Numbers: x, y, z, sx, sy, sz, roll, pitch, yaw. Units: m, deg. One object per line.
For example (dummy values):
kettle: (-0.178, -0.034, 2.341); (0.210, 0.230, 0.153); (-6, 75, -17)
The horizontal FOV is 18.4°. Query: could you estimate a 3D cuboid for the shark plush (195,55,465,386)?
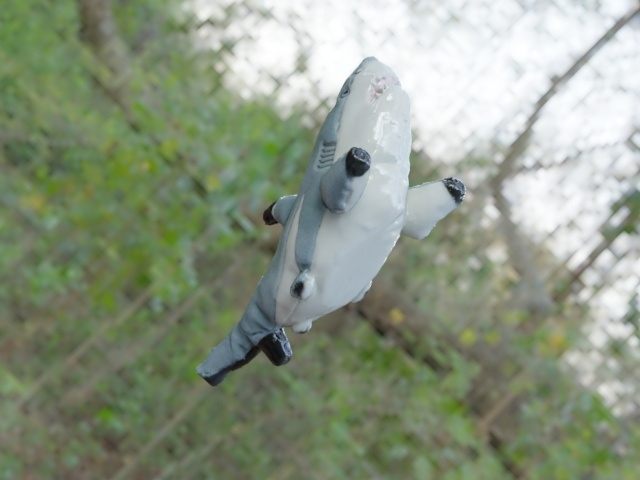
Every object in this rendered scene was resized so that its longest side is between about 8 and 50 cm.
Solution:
shark plush: (0.000, 0.000, 0.882); (0.073, 0.161, 0.067); (0, 37, -39)
